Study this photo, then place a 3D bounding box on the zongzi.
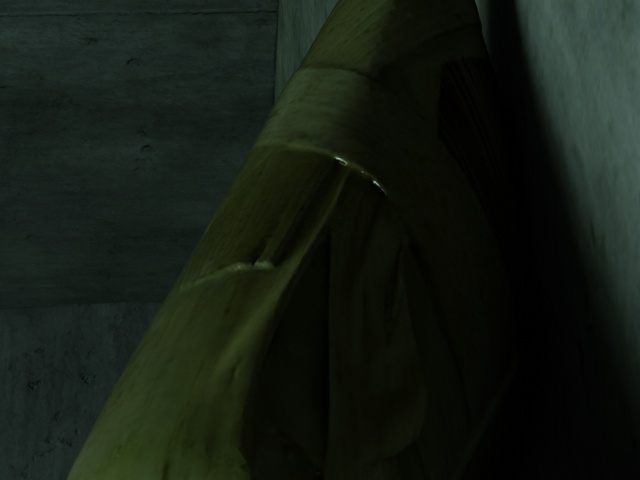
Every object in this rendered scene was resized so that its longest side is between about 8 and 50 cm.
[{"bbox_3d":[-0.021,-0.001,0.727,0.500,0.218,0.467,-17,-74,-72],"label":"zongzi"}]
